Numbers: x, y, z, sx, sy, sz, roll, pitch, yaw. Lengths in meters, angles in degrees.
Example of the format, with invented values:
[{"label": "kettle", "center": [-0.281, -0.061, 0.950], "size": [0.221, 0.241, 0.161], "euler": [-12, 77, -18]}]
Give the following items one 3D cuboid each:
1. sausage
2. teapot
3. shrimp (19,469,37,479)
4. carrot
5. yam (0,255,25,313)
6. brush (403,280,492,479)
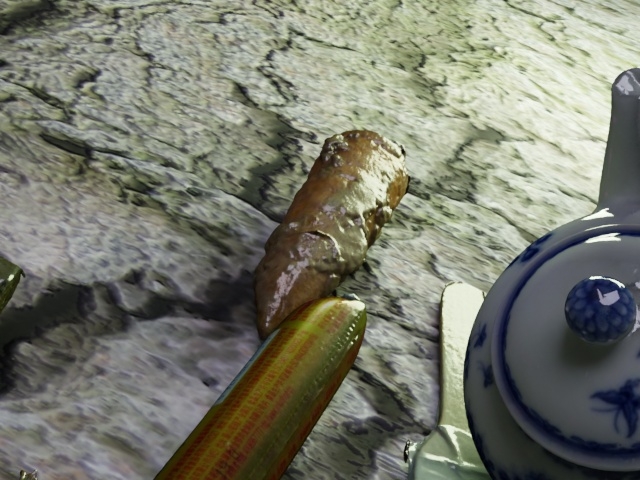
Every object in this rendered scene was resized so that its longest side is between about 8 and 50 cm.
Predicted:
[{"label": "sausage", "center": [-0.051, 0.137, 0.706], "size": [0.082, 0.082, 0.371], "euler": [23, 37, 14]}, {"label": "teapot", "center": [0.212, 0.088, 0.662], "size": [0.252, 0.280, 0.424], "euler": [-2, 66, 27]}, {"label": "shrimp", "center": [-0.220, 0.214, 0.591], "size": [0.124, 0.034, 0.178], "euler": [-2, 43, -8]}, {"label": "carrot", "center": [0.000, 0.000, 0.903], "size": [0.102, 0.102, 0.263], "euler": [21, 44, 12]}, {"label": "yam", "center": [-0.316, 0.030, 0.743], "size": [0.183, 0.107, 0.107], "euler": [20, 37, 6]}, {"label": "brush", "center": [0.113, 0.138, 0.798], "size": [0.085, 0.020, 0.336], "euler": [13, 35, 2]}]
